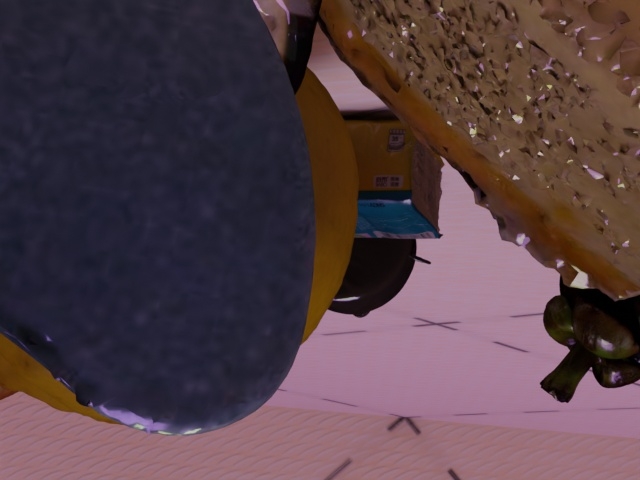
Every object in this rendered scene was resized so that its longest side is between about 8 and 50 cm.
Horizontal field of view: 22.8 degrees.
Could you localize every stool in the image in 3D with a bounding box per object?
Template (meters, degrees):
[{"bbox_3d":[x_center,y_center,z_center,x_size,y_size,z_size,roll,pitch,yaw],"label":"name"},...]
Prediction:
[{"bbox_3d":[0.000,0.000,1.494,0.217,0.125,0.121,13,169,8],"label":"stool"}]

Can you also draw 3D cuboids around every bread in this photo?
[{"bbox_3d":[0.175,-0.153,0.881,0.279,0.315,0.248,-36,178,-14],"label":"bread"}]

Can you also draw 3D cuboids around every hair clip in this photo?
[{"bbox_3d":[-0.142,-0.172,0.518,0.318,0.392,0.238,8,-167,-16],"label":"hair clip"}]

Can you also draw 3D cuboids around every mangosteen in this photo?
[{"bbox_3d":[0.300,0.063,1.514,0.172,0.184,0.172,19,130,24],"label":"mangosteen"}]

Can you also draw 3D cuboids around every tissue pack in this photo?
[{"bbox_3d":[0.013,-0.053,1.339,0.169,0.082,0.120,1,165,19],"label":"tissue pack"}]

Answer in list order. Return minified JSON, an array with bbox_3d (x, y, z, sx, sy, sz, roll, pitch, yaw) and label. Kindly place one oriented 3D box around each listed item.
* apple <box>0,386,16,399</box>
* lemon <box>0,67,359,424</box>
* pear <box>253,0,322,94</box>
[{"bbox_3d":[-0.330,-0.012,1.277,0.250,0.277,0.309,31,166,42],"label":"apple"},{"bbox_3d":[-0.117,-0.020,1.088,0.297,0.297,0.297,5,166,1],"label":"lemon"},{"bbox_3d":[-0.145,-0.141,0.879,0.267,0.267,0.178,10,-163,-21],"label":"pear"}]
